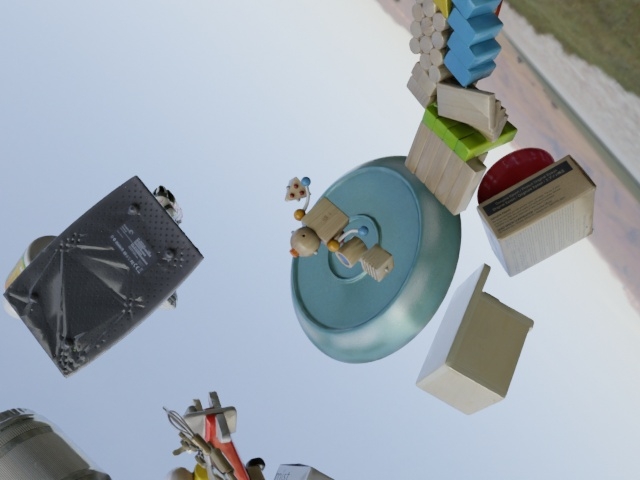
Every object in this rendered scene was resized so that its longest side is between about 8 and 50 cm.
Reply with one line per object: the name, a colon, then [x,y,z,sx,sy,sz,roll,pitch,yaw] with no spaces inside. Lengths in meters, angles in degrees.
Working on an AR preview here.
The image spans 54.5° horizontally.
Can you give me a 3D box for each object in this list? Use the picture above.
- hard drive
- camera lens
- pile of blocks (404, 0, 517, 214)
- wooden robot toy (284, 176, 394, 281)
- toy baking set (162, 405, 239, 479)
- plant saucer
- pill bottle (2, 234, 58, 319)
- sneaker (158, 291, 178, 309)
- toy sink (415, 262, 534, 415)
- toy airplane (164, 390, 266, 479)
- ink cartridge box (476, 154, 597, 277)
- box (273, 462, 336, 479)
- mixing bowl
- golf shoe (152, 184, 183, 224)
hard drive: [-0.298,0.051,0.871,0.172,0.255,0.054,49,-177,8]
camera lens: [-0.565,0.491,1.229,0.274,0.219,0.219,30,-165,26]
pile of blocks: [0.184,-0.212,0.734,0.113,0.362,0.149,-25,-143,-25]
wooden robot toy: [0.000,0.000,0.741,0.173,0.079,0.076,42,163,15]
toy baking set: [-0.283,0.480,1.469,0.256,0.030,0.196,31,161,52]
plant saucer: [0.058,0.016,0.897,0.044,0.317,0.317,24,-147,-40]
pill bottle: [-0.703,0.103,1.553,0.136,0.246,0.136,27,-136,-29]
sneaker: [-0.400,0.088,1.319,0.090,0.115,0.232,-103,-9,-45]
toy sink: [0.301,0.189,1.176,0.131,0.152,0.234,29,-120,2]
toy airplane: [-0.313,0.619,1.725,0.386,0.273,0.384,100,146,-74]
ink cartridge box: [0.419,-0.038,1.201,0.088,0.193,0.234,64,-171,29]
box: [0.011,0.561,1.100,0.262,0.127,0.231,37,-121,-18]
mixing bowl: [0.444,-0.100,1.350,0.098,0.181,0.181,39,-155,-33]
golf shoe: [-0.308,-0.069,1.240,0.068,0.085,0.186,3,-170,-13]
